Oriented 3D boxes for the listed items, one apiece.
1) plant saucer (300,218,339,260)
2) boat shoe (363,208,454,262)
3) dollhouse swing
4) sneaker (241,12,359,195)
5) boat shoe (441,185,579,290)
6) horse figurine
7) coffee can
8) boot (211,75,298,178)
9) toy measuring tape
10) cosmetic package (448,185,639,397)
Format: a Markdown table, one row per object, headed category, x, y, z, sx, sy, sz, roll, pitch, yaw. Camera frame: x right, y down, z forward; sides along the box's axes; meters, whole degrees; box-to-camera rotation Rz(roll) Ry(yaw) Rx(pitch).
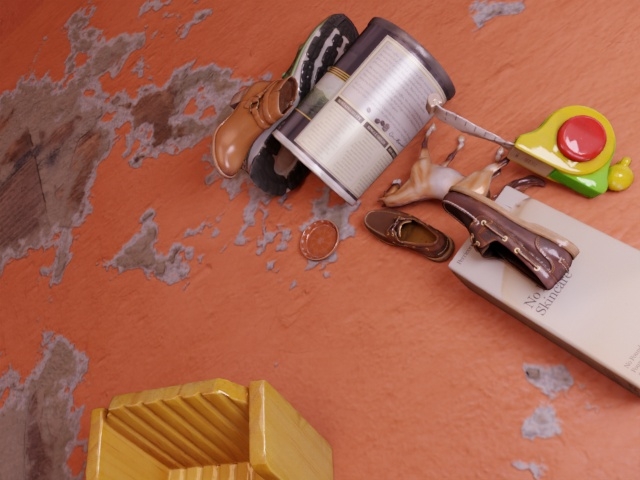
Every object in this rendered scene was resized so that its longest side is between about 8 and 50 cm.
| category | x | y | z | sx | sy | sz | roll | pitch | yaw |
| --- | --- | --- | --- | --- | --- | --- | --- | --- | --- |
| plant saucer | 0.000 | 0.000 | 1.173 | 0.084 | 0.013 | 0.083 | -13 | 62 | 26 |
| boat shoe | 0.146 | -0.020 | 1.064 | 0.178 | 0.060 | 0.064 | 25 | 83 | 37 |
| dollhouse swing | -0.189 | 0.434 | 0.934 | 0.347 | 0.315 | 0.304 | -14 | 42 | 25 |
| sneaker | -0.066 | -0.298 | 1.274 | 0.182 | 0.158 | 0.410 | 23 | 79 | 45 |
| boat shoe | 0.246 | -0.007 | 0.850 | 0.207 | 0.073 | 0.073 | 35 | 87 | 37 |
| horse figurine | 0.235 | -0.109 | 1.045 | 0.263 | 0.066 | 0.174 | 22 | 71 | 38 |
| coffee can | 0.076 | -0.228 | 1.112 | 0.275 | 0.201 | 0.201 | -48 | 53 | 4 |
| boot | -0.120 | -0.213 | 1.132 | 0.152 | 0.073 | 0.197 | -4 | 68 | 42 |
| toy measuring tape | 0.331 | -0.176 | 0.946 | 0.330 | 0.121 | 0.121 | 29 | 85 | 8 |
| cosmetic package | 0.358 | 0.067 | 0.865 | 0.309 | 0.113 | 0.160 | 34 | 89 | 36 |
